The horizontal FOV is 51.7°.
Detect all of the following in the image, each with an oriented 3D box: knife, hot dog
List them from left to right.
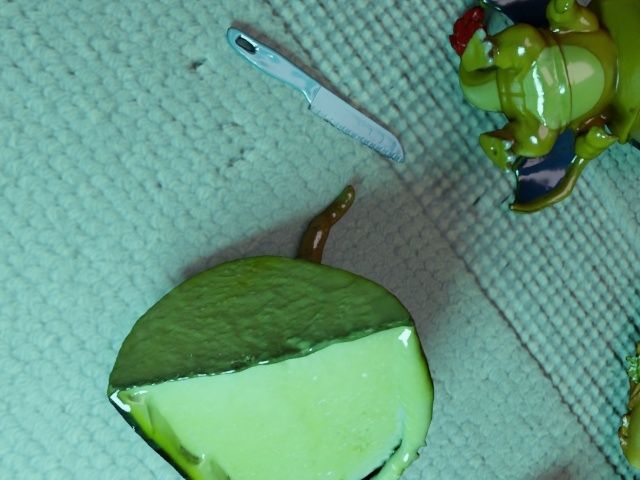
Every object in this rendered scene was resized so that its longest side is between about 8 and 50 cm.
[{"bbox_3d":[0.000,-0.199,0.932,0.313,0.019,0.045,30,84,-17],"label":"knife"},{"bbox_3d":[0.568,0.212,1.069,0.158,0.117,0.349,21,85,-47],"label":"hot dog"}]

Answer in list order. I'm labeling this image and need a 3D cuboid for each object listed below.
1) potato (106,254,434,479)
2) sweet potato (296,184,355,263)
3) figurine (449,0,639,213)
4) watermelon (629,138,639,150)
[{"bbox_3d":[-0.041,0.183,0.809,0.330,0.213,0.280,-15,118,-1],"label":"potato"},{"bbox_3d":[-0.003,-0.002,0.903,0.044,0.044,0.179,32,69,-16],"label":"sweet potato"},{"bbox_3d":[0.381,-0.270,0.930,0.387,0.268,0.401,-18,90,-5],"label":"figurine"},{"bbox_3d":[0.573,-0.244,1.072,0.224,0.180,0.305,25,79,-3],"label":"watermelon"}]
